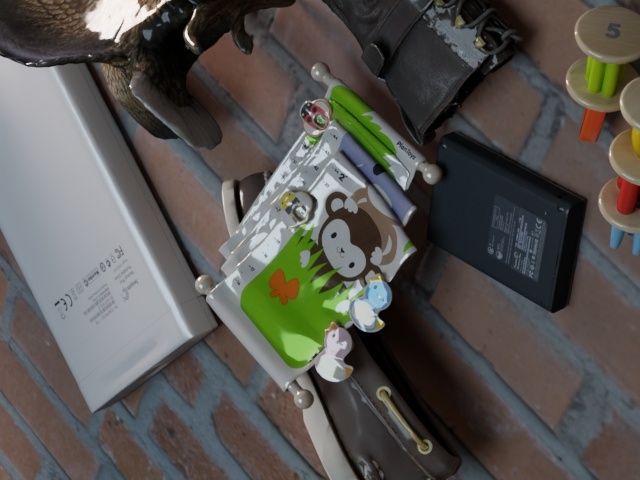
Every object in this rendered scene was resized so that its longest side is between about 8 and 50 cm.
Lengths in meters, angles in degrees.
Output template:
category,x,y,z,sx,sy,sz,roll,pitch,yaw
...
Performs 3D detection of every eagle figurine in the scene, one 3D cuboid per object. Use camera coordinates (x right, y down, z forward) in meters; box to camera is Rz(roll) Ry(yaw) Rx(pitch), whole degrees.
category,x,y,z,sx,sy,sz,roll,pitch,yaw
eagle figurine,-0.171,-0.182,1.580,0.298,0.225,0.226,-14,106,41

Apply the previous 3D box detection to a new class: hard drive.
category,x,y,z,sx,sy,sz,roll,pitch,yaw
hard drive,-0.246,-0.025,1.842,0.233,0.047,0.353,-37,78,51
hard drive,0.139,-0.015,1.410,0.135,0.022,0.094,32,129,37

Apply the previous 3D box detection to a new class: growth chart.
category,x,y,z,sx,sy,sz,roll,pitch,yaw
growth chart,0.000,0.000,1.473,0.172,0.021,0.237,38,105,28

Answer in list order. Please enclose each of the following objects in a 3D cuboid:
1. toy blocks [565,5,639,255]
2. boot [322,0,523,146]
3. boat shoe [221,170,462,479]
category,x,y,z,sx,sy,sz,roll,pitch,yaw
toy blocks,0.207,-0.070,1.272,0.148,0.054,0.123,92,158,-51
boot,0.067,-0.218,1.359,0.229,0.091,0.263,48,145,15
boat shoe,0.013,0.073,1.539,0.096,0.116,0.324,-29,66,11
